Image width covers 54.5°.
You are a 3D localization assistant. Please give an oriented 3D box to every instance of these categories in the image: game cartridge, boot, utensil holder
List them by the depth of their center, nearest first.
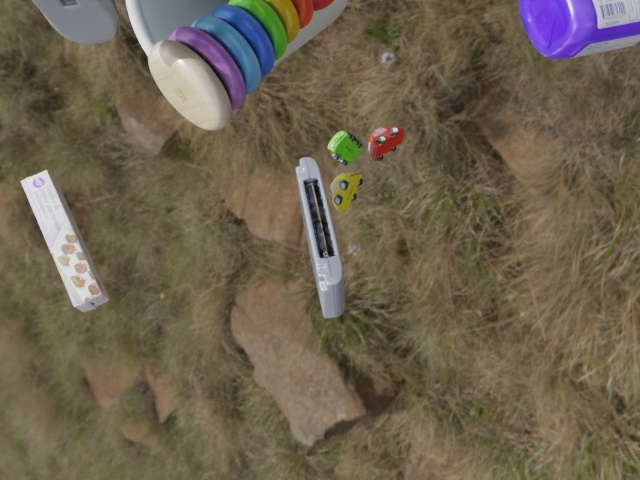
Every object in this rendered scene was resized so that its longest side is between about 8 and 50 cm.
[{"bbox_3d":[-0.273,-0.316,0.624,0.258,0.095,0.123,103,160,-77],"label":"boot"},{"bbox_3d":[0.000,0.000,1.284,0.196,0.060,0.294,93,167,-61],"label":"game cartridge"},{"bbox_3d":[-0.151,-0.520,1.303,0.327,0.385,0.328,22,136,23],"label":"utensil holder"}]

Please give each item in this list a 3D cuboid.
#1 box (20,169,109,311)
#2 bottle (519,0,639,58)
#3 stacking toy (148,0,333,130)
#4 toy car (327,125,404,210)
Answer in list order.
[{"bbox_3d":[-0.555,0.000,1.353,0.324,0.063,0.067,61,169,15],"label":"box"},{"bbox_3d":[0.408,-0.323,0.844,0.118,0.282,0.092,68,157,11],"label":"bottle"},{"bbox_3d":[-0.086,-0.313,0.902,0.141,0.330,0.141,36,159,16],"label":"stacking toy"},{"bbox_3d":[0.070,-0.190,1.366,0.053,0.225,0.239,41,96,26],"label":"toy car"}]
